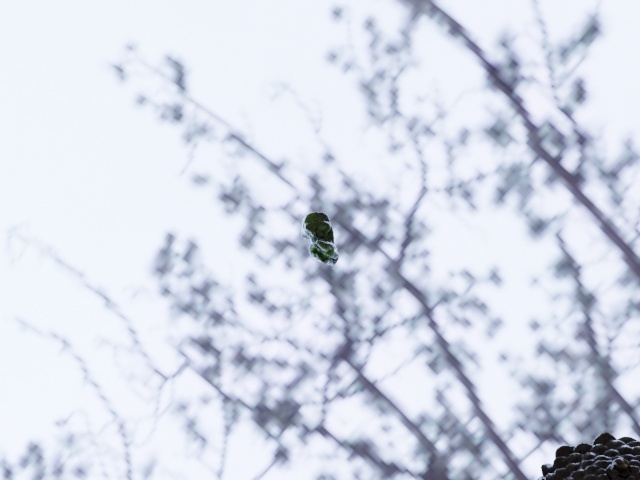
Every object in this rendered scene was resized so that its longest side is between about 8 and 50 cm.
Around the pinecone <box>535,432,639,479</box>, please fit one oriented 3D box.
[{"bbox_3d":[0.228,0.222,1.501,0.140,0.140,0.121,-28,-61,-41],"label":"pinecone"}]

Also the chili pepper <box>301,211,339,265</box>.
[{"bbox_3d":[0.000,0.002,1.720,0.030,0.034,0.091,-2,-158,-5],"label":"chili pepper"}]
